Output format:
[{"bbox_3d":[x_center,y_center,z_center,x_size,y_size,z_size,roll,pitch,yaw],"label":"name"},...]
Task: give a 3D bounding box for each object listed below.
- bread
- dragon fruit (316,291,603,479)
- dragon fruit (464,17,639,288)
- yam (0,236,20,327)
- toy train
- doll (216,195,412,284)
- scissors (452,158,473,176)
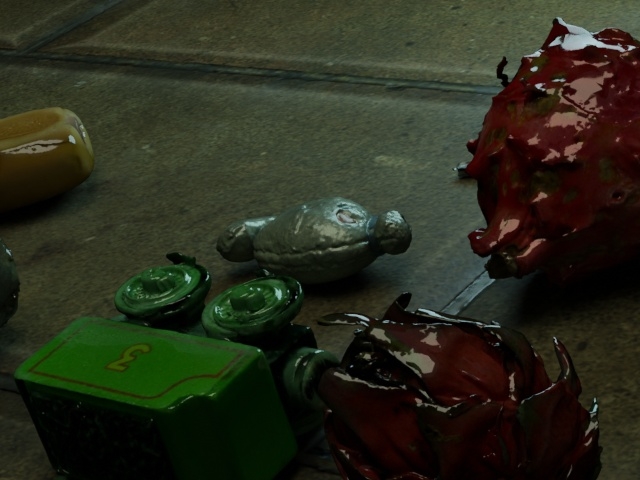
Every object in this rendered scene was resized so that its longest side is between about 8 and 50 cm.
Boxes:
[{"bbox_3d":[-0.401,-0.067,1.909,0.305,0.091,0.142,-15,18,-4],"label":"bread"},{"bbox_3d":[0.092,0.131,1.190,0.189,0.182,0.182,16,38,33],"label":"dragon fruit"},{"bbox_3d":[0.226,-0.060,1.501,0.205,0.210,0.268,25,62,28],"label":"dragon fruit"},{"bbox_3d":[-0.386,0.067,1.582,0.154,0.154,0.254,9,29,38],"label":"yam"},{"bbox_3d":[-0.108,0.114,1.372,0.243,0.132,0.188,7,36,39],"label":"toy train"},{"bbox_3d":[0.000,0.000,1.616,0.214,0.071,0.103,-4,14,37],"label":"doll"},{"bbox_3d":[0.306,-0.095,1.710,0.360,0.029,0.191,-6,28,14],"label":"scissors"}]
